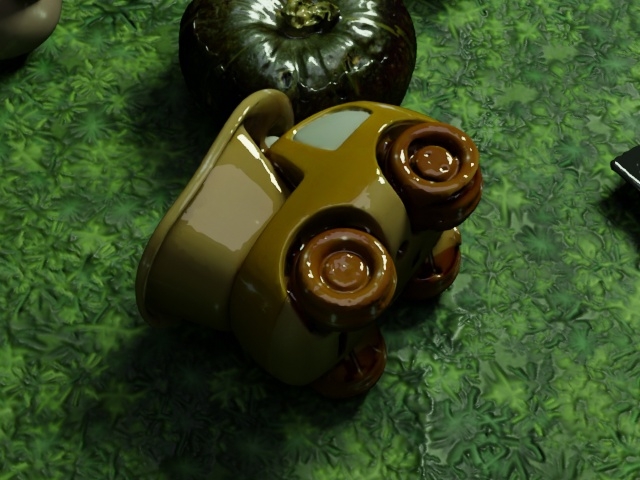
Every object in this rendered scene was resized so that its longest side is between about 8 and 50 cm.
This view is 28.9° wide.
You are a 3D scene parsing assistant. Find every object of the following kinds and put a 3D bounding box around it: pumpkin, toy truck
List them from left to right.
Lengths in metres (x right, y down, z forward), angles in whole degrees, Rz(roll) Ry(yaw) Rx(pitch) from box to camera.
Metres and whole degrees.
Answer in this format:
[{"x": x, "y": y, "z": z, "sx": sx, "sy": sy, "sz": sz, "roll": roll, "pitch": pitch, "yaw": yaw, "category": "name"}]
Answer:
[{"x": -0.023, "y": -0.197, "z": 1.234, "sx": 0.238, "sy": 0.159, "sz": 0.238, "roll": 4, "pitch": 60, "yaw": -8, "category": "pumpkin"}, {"x": 0.000, "y": 0.000, "z": 1.085, "sx": 0.211, "sy": 0.204, "sz": 0.288, "roll": 31, "pitch": 65, "yaw": 15, "category": "toy truck"}]

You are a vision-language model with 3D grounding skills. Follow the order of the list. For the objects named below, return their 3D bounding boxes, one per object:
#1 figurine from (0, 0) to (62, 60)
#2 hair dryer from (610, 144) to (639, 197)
[{"x": -0.324, "y": -0.244, "z": 1.255, "sx": 0.125, "sy": 0.138, "sz": 0.125, "roll": 25, "pitch": 48, "yaw": -32, "category": "figurine"}, {"x": 0.438, "y": -0.060, "z": 1.261, "sx": 0.248, "sy": 0.078, "sz": 0.195, "roll": -28, "pitch": 63, "yaw": -32, "category": "hair dryer"}]
